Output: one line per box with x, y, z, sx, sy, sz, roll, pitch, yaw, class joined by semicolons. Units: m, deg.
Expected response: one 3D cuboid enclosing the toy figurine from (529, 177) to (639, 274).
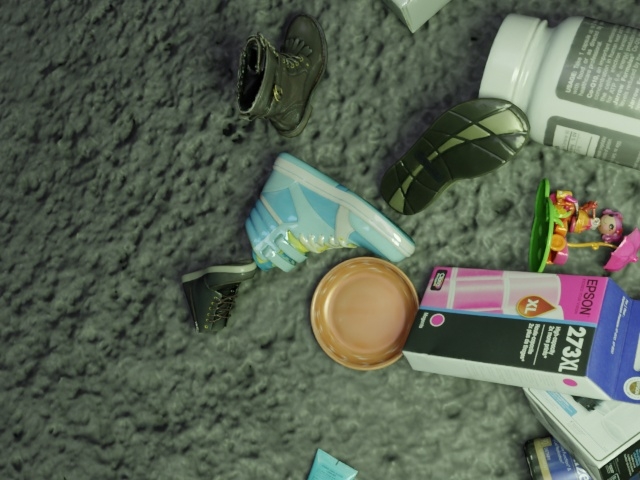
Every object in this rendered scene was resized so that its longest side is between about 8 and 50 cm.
0.432;-0.013;1.110;0.159;0.130;0.173;8;60;5;toy figurine

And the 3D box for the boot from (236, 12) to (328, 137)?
-0.071;-0.317;1.229;0.091;0.229;0.263;7;85;19;boot

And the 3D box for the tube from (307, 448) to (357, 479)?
-0.014;0.480;1.206;0.080;0.052;0.207;25;86;14;tube

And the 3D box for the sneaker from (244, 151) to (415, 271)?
0.000;0.000;1.221;0.319;0.127;0.208;35;93;30;sneaker

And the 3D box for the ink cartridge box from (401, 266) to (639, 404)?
0.321;0.134;1.043;0.371;0.069;0.176;4;52;33;ink cartridge box

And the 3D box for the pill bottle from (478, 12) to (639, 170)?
0.445;-0.229;1.066;0.361;0.204;0.204;20;89;19;pill bottle

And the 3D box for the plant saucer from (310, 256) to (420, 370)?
0.081;0.129;1.224;0.200;0.037;0.200;-2;83;18;plant saucer

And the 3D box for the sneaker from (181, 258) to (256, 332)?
-0.174;0.103;1.258;0.222;0.083;0.118;-17;85;54;sneaker

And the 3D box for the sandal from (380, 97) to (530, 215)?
0.215;-0.145;1.145;0.303;0.086;0.120;-32;93;48;sandal

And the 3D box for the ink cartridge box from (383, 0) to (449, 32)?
0.149;-0.559;1.247;0.211;0.121;0.289;-40;73;9;ink cartridge box

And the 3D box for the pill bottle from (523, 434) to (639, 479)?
0.432;0.340;1.039;0.219;0.123;0.123;-19;78;15;pill bottle

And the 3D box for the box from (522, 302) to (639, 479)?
0.464;0.204;0.994;0.290;0.087;0.169;-33;39;-3;box
